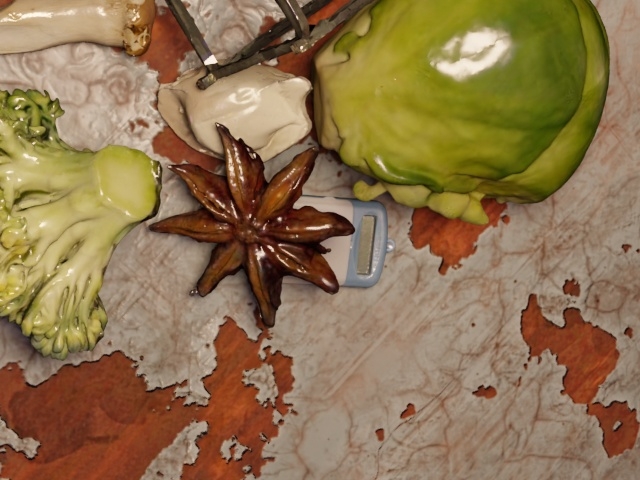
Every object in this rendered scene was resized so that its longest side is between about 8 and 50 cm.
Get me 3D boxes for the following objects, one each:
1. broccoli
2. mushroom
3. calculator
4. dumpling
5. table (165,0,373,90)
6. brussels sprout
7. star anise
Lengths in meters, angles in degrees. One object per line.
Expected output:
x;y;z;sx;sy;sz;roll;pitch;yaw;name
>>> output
-0.299;-0.026;1.199;0.288;0.246;0.248;46;42;-28;broccoli
-0.298;-0.255;1.267;0.209;0.071;0.084;-7;134;-11;mushroom
0.000;0.000;1.411;0.210;0.039;0.121;5;100;-17;calculator
-0.100;-0.153;1.318;0.199;0.118;0.136;-4;115;20;dumpling
-0.073;-0.393;1.181;0.272;0.222;0.335;-41;109;-29;table
0.174;-0.201;1.298;0.371;0.276;0.314;-3;131;-15;brussels sprout
-0.075;-0.028;1.319;0.272;0.102;0.272;6;115;14;star anise
